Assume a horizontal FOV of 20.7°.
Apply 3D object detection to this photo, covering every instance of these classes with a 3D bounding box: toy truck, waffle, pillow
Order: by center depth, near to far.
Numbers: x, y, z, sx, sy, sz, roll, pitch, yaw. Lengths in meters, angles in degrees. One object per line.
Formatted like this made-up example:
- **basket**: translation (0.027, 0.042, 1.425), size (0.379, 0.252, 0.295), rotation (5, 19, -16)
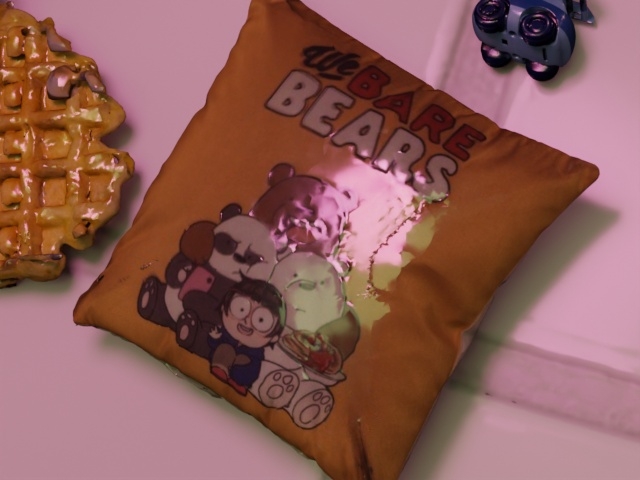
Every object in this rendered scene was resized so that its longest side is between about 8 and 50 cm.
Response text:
- **pillow**: translation (0.000, 0.000, 1.299), size (0.310, 0.119, 0.312), rotation (32, 90, 24)
- **toy truck**: translation (0.135, -0.177, 1.333), size (0.136, 0.063, 0.074), rotation (21, 65, 21)
- **waffle**: translation (-0.289, -0.068, 1.435), size (0.262, 0.060, 0.280), rotation (-47, 68, 6)
